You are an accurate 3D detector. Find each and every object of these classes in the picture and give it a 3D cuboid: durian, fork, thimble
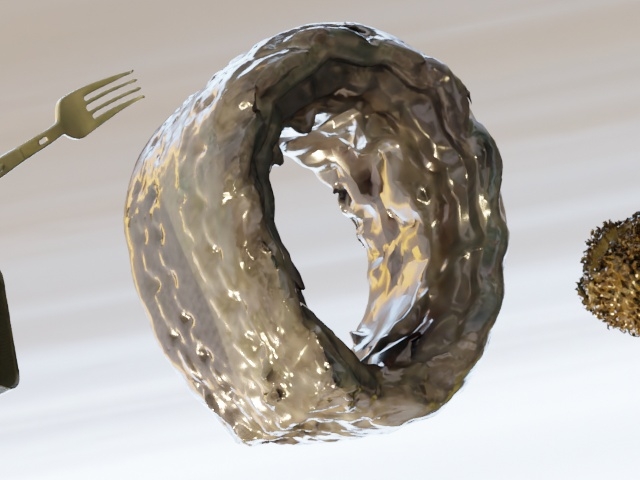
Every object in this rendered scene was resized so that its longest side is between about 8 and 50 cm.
[{"bbox_3d":[0.191,0.022,0.961,0.080,0.091,0.080,-59,8,14],"label":"durian"},{"bbox_3d":[-0.214,-0.059,1.176,0.028,0.219,0.034,10,129,46],"label":"fork"},{"bbox_3d":[0.000,0.000,0.962,0.172,0.205,0.236,153,124,-63],"label":"thimble"}]

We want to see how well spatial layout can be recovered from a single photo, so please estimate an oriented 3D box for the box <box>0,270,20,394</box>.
[{"bbox_3d":[-0.194,0.040,0.756,0.122,0.069,0.084,33,-141,-64],"label":"box"}]
